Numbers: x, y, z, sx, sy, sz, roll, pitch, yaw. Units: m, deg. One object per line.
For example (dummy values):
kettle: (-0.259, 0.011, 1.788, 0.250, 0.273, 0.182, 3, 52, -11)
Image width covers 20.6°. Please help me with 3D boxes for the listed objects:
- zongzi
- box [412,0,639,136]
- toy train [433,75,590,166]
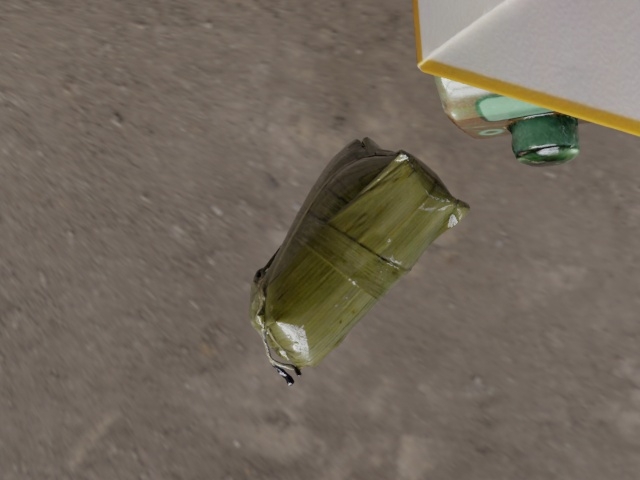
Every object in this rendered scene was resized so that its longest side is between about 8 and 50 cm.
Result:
zongzi: (-0.001, 0.003, 1.462, 0.094, 0.204, 0.205, 43, 88, -25)
box: (0.183, -0.201, 0.691, 0.214, 0.259, 0.283, -19, 116, -30)
toy train: (0.131, -0.214, 1.163, 0.129, 0.159, 0.326, -7, 79, 17)
